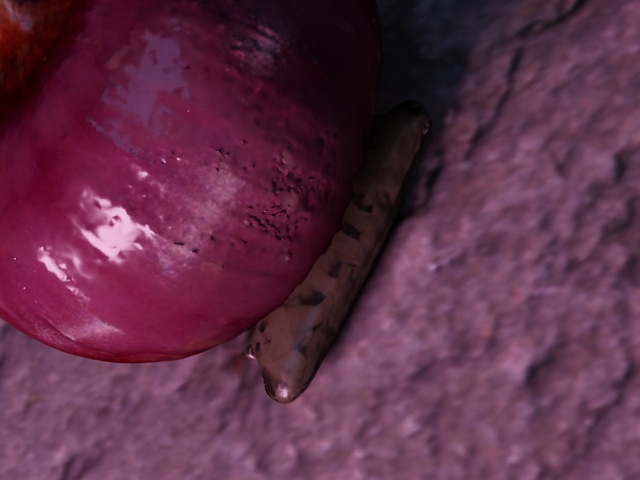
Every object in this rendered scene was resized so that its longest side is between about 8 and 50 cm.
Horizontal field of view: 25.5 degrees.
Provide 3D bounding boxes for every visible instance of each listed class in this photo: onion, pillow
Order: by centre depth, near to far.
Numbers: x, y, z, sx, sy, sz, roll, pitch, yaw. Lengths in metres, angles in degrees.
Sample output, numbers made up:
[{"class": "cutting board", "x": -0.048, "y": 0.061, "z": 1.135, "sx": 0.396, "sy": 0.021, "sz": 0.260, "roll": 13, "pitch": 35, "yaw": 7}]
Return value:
[{"class": "onion", "x": -0.135, "y": -0.088, "z": 0.963, "sx": 0.358, "sy": 0.345, "sz": 0.358, "roll": 1, "pitch": 92, "yaw": 40}, {"class": "pillow", "x": 0.000, "y": -0.001, "z": 1.032, "sx": 0.093, "sy": 0.051, "sz": 0.241, "roll": 22, "pitch": 83, "yaw": 31}]
